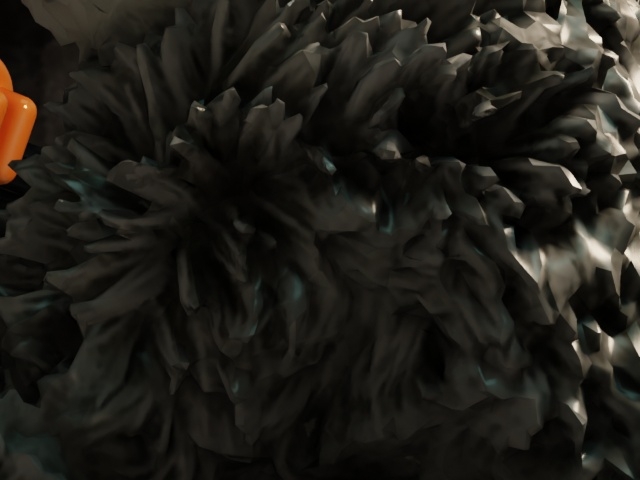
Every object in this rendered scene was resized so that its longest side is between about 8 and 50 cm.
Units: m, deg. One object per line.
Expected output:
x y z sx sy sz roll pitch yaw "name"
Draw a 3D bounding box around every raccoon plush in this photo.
0.102 0.001 0.411 0.446 0.299 0.216 20 2 8 "raccoon plush"

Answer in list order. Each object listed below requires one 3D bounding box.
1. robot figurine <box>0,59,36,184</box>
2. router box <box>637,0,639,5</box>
-0.335 -0.111 1.460 0.219 0.128 0.158 21 42 22 "robot figurine"
0.034 -0.056 1.107 0.335 0.301 0.082 20 2 15 "router box"
